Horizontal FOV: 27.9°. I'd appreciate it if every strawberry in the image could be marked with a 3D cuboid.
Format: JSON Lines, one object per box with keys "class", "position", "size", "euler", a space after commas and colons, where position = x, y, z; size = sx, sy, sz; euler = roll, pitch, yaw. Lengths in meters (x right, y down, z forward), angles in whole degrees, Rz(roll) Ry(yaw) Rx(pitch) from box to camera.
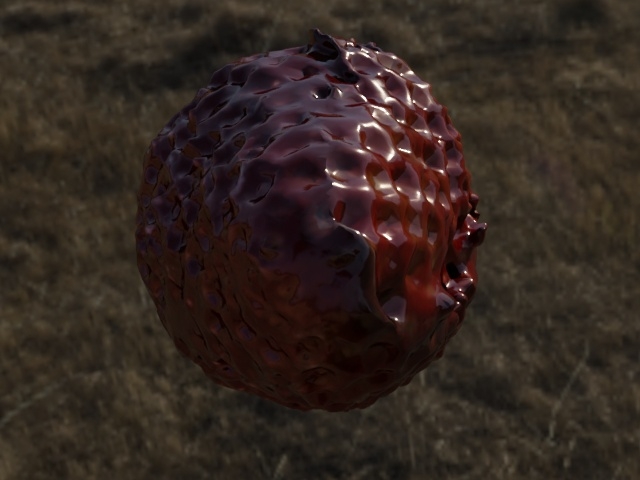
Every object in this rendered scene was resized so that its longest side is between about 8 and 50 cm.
{"class": "strawberry", "position": [0.000, 0.000, 0.658], "size": [0.205, 0.205, 0.244], "euler": [-10, 8, -2]}
